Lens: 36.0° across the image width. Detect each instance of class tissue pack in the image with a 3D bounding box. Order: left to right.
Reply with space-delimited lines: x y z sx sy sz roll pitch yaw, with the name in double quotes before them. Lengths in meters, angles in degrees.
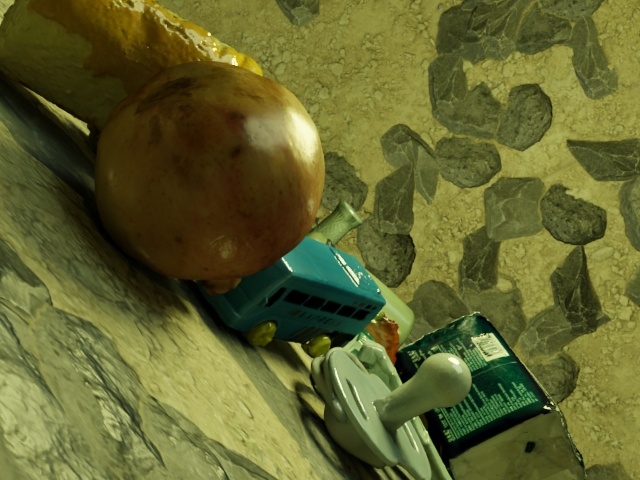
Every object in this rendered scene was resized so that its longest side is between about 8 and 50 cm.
"tissue pack" 0.344 0.372 2.094 0.253 0.264 0.416 64 -2 -26

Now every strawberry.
"strawberry" 0.102 0.216 2.167 0.192 0.140 0.085 41 0 -26

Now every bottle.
"bottle" 0.048 0.122 2.268 0.347 0.168 0.168 42 7 -14

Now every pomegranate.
"pomegranate" -0.148 -0.076 1.367 0.338 0.338 0.338 48 6 -6

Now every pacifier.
"pacifier" 0.131 0.250 1.578 0.299 0.233 0.244 42 22 -53

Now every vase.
"vase" 0.000 0.000 2.396 0.096 0.219 0.096 47 6 -6

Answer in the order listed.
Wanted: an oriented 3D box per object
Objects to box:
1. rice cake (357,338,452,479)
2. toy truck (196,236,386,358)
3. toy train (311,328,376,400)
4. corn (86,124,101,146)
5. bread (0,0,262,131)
"rice cake" 0.153 0.330 1.759 0.336 0.063 0.066 61 5 -8
"toy truck" -0.049 0.080 1.636 0.161 0.162 0.385 53 16 28
"toy train" 0.055 0.236 1.880 0.086 0.088 0.407 50 7 2
"corn" -0.276 -0.103 1.659 0.320 0.097 0.097 50 6 6
"bread" -0.297 -0.279 1.523 0.375 0.236 0.165 29 39 -24
